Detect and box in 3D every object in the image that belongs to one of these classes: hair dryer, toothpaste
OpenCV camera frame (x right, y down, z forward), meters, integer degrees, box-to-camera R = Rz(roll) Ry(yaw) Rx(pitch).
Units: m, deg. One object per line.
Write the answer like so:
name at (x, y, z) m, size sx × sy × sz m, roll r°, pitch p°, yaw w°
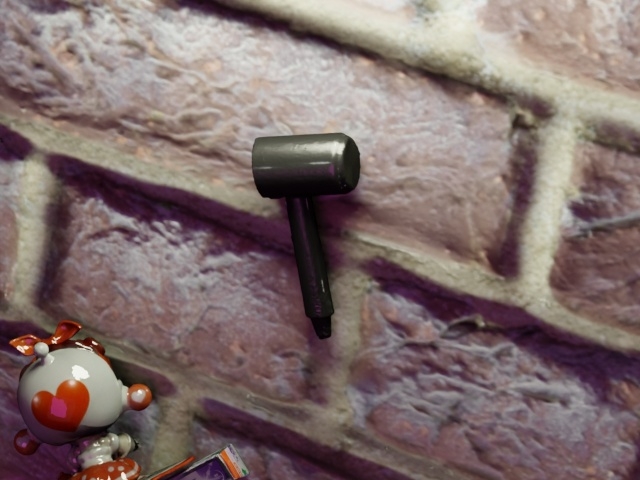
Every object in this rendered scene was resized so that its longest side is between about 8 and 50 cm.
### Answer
hair dryer at (-0.002, 0.000, 1.738) m, size 0.114 × 0.070 × 0.248 m, roll -3°, pitch 109°, yaw 22°
toothpaste at (-0.177, 0.313, 1.917) m, size 0.196 × 0.040 × 0.047 m, roll -31°, pitch 92°, yaw 27°

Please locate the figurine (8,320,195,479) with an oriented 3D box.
figurine at (-0.299, 0.211, 1.882) m, size 0.183 × 0.160 × 0.226 m, roll -25°, pitch 87°, yaw 25°
